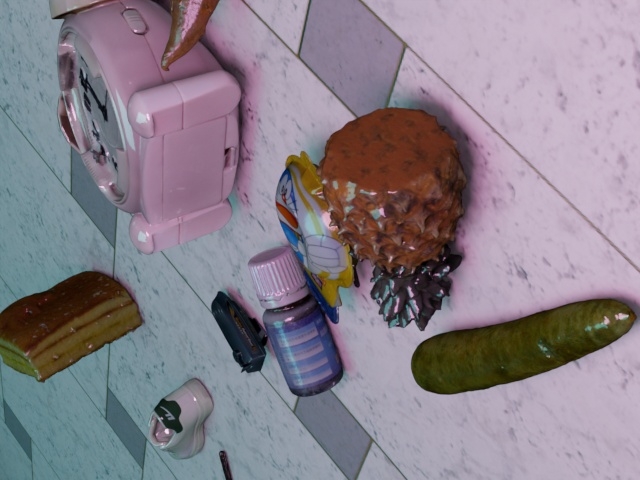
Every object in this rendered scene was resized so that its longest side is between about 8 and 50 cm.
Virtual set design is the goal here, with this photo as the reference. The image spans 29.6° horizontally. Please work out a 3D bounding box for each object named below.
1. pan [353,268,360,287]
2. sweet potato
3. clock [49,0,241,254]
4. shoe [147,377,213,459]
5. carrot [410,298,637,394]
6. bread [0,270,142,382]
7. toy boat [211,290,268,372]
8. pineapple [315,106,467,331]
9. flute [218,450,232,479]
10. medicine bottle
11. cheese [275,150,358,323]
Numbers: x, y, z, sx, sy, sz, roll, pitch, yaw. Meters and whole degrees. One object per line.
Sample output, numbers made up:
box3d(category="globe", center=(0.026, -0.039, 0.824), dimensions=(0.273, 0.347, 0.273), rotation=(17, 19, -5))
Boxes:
box3d(category="pan", center=(0.041, 0.003, 1.504), dimensions=(0.068, 0.023, 0.115), rotation=(17, 126, 51))
box3d(category="sweet potato", center=(-0.150, -0.299, 1.459), dimensions=(0.068, 0.060, 0.205), rotation=(30, 104, 44))
box3d(category="clock", center=(-0.252, -0.193, 1.656), dimensions=(0.326, 0.184, 0.342), rotation=(49, 144, 30))
box3d(category="shoe", center=(-0.275, 0.345, 2.228), dimensions=(0.095, 0.110, 0.265), rotation=(49, 147, 19))
box3d(category="carrot", center=(0.211, 0.112, 1.287), dimensions=(0.358, 0.074, 0.074), rotation=(-26, 92, 58))
box3d(category="bread", center=(-0.478, 0.152, 2.251), dimensions=(0.184, 0.234, 0.110), rotation=(15, 129, 52))
box3d(category="toy boat", center=(-0.126, 0.134, 1.859), dimensions=(0.141, 0.060, 0.055), rotation=(56, 152, 24))
box3d(category="pineapple", center=(0.088, -0.002, 1.310), dimensions=(0.158, 0.158, 0.278), rotation=(36, 152, 38))
box3d(category="flute", center=(-0.159, 0.498, 2.273), dimensions=(0.014, 0.014, 0.269), rotation=(26, 136, 46))
box3d(category="medicine bottle", center=(-0.037, 0.110, 1.663), dimensions=(0.083, 0.083, 0.203), rotation=(5, 120, 57))
box3d(category="cheese", center=(0.000, 0.000, 1.468), dimensions=(0.177, 0.069, 0.270), rotation=(56, 162, 34))
